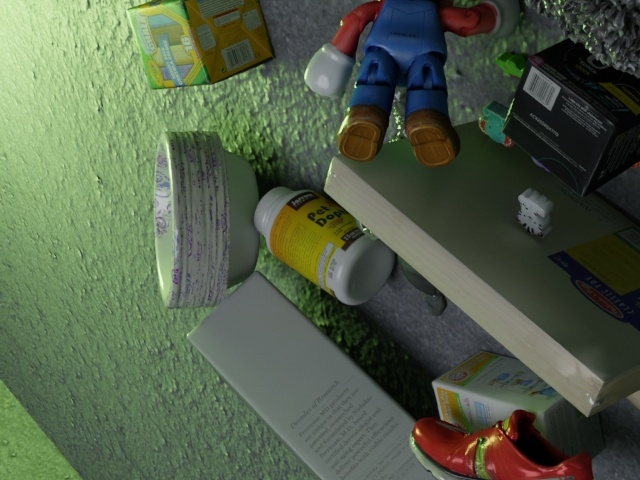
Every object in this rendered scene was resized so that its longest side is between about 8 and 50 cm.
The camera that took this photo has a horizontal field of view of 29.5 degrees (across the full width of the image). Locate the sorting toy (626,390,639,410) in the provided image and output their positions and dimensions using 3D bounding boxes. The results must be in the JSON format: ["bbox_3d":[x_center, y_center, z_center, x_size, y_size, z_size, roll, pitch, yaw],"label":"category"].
[{"bbox_3d":[0.450,0.186,1.404,0.193,0.038,0.208,44,143,25],"label":"sorting toy"}]

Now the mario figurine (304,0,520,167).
[{"bbox_3d":[0.108,-0.220,1.389,0.198,0.321,0.170,25,147,-23],"label":"mario figurine"}]

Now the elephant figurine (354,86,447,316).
[{"bbox_3d":[0.128,-0.061,1.592,0.239,0.186,0.169,55,-169,30],"label":"elephant figurine"}]

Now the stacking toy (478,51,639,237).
[{"bbox_3d":[0.232,-0.113,1.369,0.221,0.167,0.052,39,153,32],"label":"stacking toy"}]

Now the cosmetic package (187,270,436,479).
[{"bbox_3d":[0.018,0.275,1.869,0.453,0.161,0.230,42,170,28],"label":"cosmetic package"}]

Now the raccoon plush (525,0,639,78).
[{"bbox_3d":[0.249,-0.205,1.168,0.299,0.216,0.447,-19,74,61],"label":"raccoon plush"}]

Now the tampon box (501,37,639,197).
[{"bbox_3d":[0.293,-0.145,1.266,0.120,0.161,0.101,43,142,24],"label":"tampon box"}]

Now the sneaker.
[{"bbox_3d":[0.233,0.265,1.537,0.279,0.107,0.118,18,108,43],"label":"sneaker"}]

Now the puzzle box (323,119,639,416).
[{"bbox_3d":[0.232,0.009,1.340,0.409,0.272,0.052,43,131,33],"label":"puzzle box"}]

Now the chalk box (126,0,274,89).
[{"bbox_3d":[-0.195,-0.311,1.837,0.213,0.132,0.132,6,118,50],"label":"chalk box"}]

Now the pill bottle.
[{"bbox_3d":[0.000,0.000,1.809,0.215,0.117,0.117,32,137,37],"label":"pill bottle"}]

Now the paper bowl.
[{"bbox_3d":[-0.181,-0.033,1.944,0.284,0.148,0.284,179,90,-77],"label":"paper bowl"}]

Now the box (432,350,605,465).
[{"bbox_3d":[0.263,0.234,1.633,0.203,0.103,0.114,11,121,50],"label":"box"}]
